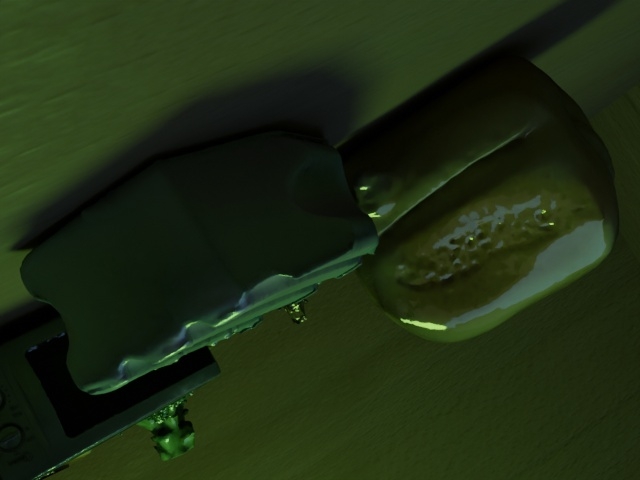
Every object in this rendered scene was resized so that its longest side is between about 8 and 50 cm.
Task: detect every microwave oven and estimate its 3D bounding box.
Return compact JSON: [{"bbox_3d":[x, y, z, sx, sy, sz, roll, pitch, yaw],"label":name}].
[{"bbox_3d":[-0.322,0.184,1.164,0.295,0.181,0.237,-27,175,-30],"label":"microwave oven"}]

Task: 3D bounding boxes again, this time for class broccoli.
[{"bbox_3d":[-0.319,0.288,1.673,0.270,0.270,0.270,-17,-167,4],"label":"broccoli"}]

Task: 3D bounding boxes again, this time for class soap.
[{"bbox_3d":[-0.082,0.006,0.969,0.261,0.156,0.446,-33,174,16],"label":"soap"}]

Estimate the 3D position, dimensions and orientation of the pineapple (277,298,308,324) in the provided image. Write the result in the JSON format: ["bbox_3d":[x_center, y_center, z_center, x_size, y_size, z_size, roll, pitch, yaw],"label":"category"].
[{"bbox_3d":[-0.102,0.093,1.668,0.140,0.164,0.250,-24,179,10],"label":"pineapple"}]

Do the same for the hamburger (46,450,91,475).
[{"bbox_3d":[-0.576,0.381,1.666,0.302,0.170,0.302,-27,173,-3],"label":"hamburger"}]

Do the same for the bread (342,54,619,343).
[{"bbox_3d":[0.226,-0.057,1.273,0.376,0.348,0.253,-34,-163,18],"label":"bread"}]

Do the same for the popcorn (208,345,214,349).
[{"bbox_3d":[-0.282,0.165,1.470,0.168,0.173,0.195,5,160,-42],"label":"popcorn"}]
